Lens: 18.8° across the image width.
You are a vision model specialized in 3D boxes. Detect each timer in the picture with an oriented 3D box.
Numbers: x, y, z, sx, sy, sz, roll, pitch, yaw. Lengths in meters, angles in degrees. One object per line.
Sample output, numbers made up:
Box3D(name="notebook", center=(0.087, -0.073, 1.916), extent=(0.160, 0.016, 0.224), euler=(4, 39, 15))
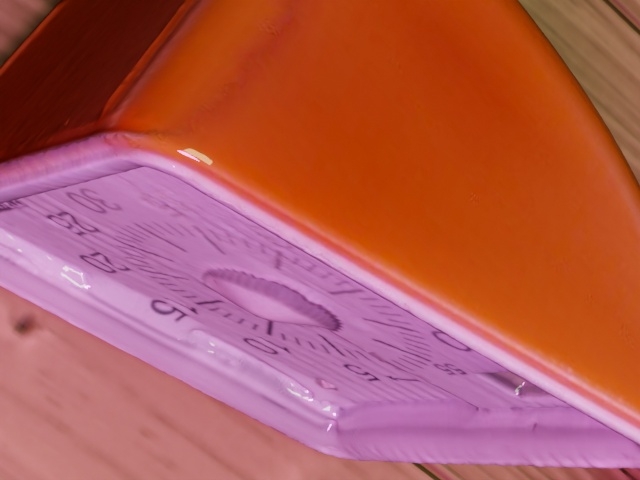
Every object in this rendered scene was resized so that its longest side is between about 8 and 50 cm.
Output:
Box3D(name="timer", center=(0.000, 0.000, 0.765), extent=(0.250, 0.257, 0.161), euler=(45, 64, -20))
